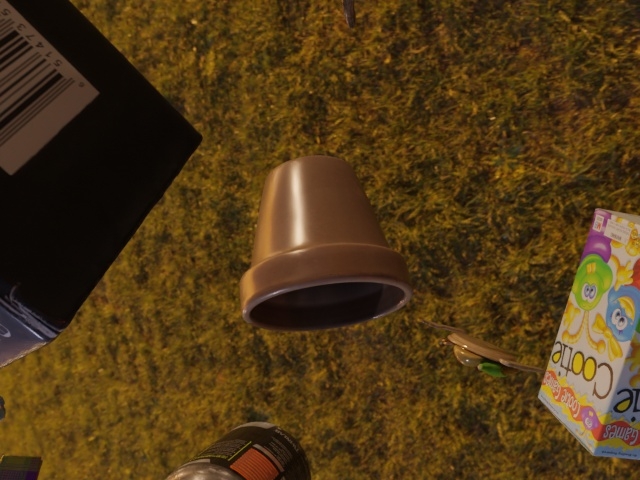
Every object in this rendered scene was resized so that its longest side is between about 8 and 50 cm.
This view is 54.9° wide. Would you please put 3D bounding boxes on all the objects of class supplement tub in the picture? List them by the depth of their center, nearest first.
[{"bbox_3d":[-0.155,0.453,1.051,0.206,0.338,0.207,0,89,16],"label":"supplement tub"}]

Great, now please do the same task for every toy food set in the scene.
[{"bbox_3d":[0.267,0.193,1.041,0.192,0.132,0.039,24,95,53],"label":"toy food set"}]

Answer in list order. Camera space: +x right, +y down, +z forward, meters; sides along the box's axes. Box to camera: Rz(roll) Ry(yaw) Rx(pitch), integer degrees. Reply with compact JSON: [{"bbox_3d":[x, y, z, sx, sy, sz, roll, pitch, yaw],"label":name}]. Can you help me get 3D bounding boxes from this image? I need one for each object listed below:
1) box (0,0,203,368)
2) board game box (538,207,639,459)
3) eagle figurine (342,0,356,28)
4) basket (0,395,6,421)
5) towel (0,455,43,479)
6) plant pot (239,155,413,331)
[{"bbox_3d":[-0.346,-0.044,0.478,0.395,0.212,0.293,-25,119,39],"label":"box"},{"bbox_3d":[0.405,0.117,0.776,0.142,0.144,0.276,-118,38,-72],"label":"board game box"},{"bbox_3d":[-0.015,-0.506,0.951,0.226,0.225,0.298,-58,41,23],"label":"eagle figurine"},{"bbox_3d":[-0.560,0.149,0.798,0.254,0.201,0.289,-20,95,38],"label":"basket"},{"bbox_3d":[-0.410,0.330,0.821,0.009,0.060,0.083,93,179,-59],"label":"towel"},{"bbox_3d":[0.000,0.000,0.966,0.263,0.262,0.230,-34,55,48],"label":"plant pot"}]
